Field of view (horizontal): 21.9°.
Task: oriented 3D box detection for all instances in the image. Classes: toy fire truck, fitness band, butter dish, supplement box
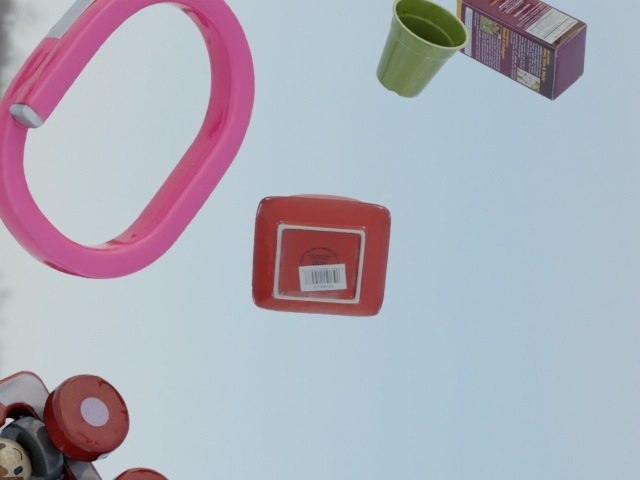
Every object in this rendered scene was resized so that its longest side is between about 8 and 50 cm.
[{"bbox_3d":[-0.321,0.303,1.860,0.169,0.254,0.302,-37,-97,40],"label":"toy fire truck"},{"bbox_3d":[-0.168,-0.103,1.451,0.054,0.209,0.291,7,-125,48],"label":"fitness band"},{"bbox_3d":[0.000,0.000,1.987,0.118,0.160,0.159,-90,-176,-61],"label":"butter dish"},{"bbox_3d":[0.299,-0.304,2.468,0.188,0.081,0.104,32,-33,28],"label":"supplement box"}]

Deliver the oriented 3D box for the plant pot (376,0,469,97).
[{"bbox_3d":[0.093,-0.187,1.642,0.083,0.083,0.079,-103,-147,-44],"label":"plant pot"}]
